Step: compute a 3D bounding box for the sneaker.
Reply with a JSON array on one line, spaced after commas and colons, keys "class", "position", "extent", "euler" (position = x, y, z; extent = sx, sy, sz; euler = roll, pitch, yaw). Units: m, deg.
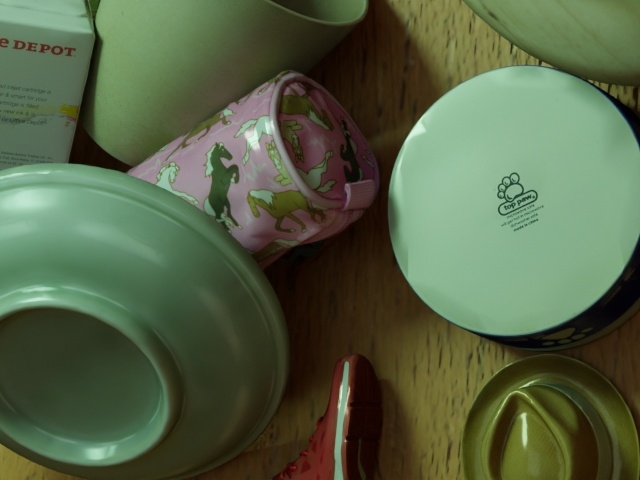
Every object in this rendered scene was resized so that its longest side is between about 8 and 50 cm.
[{"class": "sneaker", "position": [-0.015, 0.220, 1.738], "extent": [0.128, 0.087, 0.221], "euler": [2, 81, 26]}]

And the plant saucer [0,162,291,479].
[{"class": "plant saucer", "position": [-0.232, 0.114, 1.716], "extent": [0.400, 0.400, 0.100], "euler": [-17, 30, 23]}]

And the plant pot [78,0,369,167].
[{"class": "plant pot", "position": [-0.130, -0.209, 1.805], "extent": [0.256, 0.256, 0.274], "euler": [53, 122, 24]}]

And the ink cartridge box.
[{"class": "ink cartridge box", "position": [-0.348, -0.166, 1.837], "extent": [0.168, 0.171, 0.232], "euler": [-112, 34, -54]}]

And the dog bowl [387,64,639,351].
[{"class": "dog bowl", "position": [0.201, -0.030, 1.663], "extent": [0.265, 0.104, 0.264], "euler": [-5, 79, 25]}]

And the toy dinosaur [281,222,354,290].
[{"class": "toy dinosaur", "position": [0.000, 0.000, 1.808], "extent": [0.082, 0.047, 0.090], "euler": [-6, 111, 17]}]

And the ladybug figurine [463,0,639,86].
[{"class": "ladybug figurine", "position": [0.238, -0.324, 1.644], "extent": [0.305, 0.162, 0.449], "euler": [-32, 71, -2]}]

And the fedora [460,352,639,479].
[{"class": "fedora", "position": [0.205, 0.200, 1.634], "extent": [0.194, 0.079, 0.194], "euler": [-5, 78, 26]}]

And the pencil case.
[{"class": "pencil case", "position": [-0.123, -0.015, 1.757], "extent": [0.386, 0.167, 0.160], "euler": [-33, 23, 30]}]

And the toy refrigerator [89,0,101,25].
[{"class": "toy refrigerator", "position": [-0.324, -0.296, 1.982], "extent": [0.270, 0.094, 0.102], "euler": [9, 85, 27]}]
